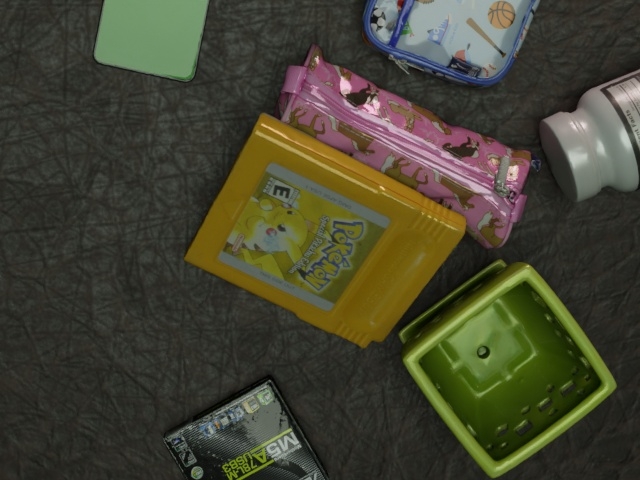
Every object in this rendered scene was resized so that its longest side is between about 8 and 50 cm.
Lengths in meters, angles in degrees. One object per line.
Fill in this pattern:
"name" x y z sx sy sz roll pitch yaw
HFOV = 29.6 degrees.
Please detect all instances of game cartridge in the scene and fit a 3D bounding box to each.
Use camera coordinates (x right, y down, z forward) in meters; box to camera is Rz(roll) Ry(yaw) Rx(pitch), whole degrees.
"game cartridge" 0.000 0.000 1.715 0.323 0.053 0.285 27 130 -6

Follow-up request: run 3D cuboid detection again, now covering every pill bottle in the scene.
"pill bottle" 0.470 -0.166 1.748 0.278 0.162 0.162 -23 99 -1

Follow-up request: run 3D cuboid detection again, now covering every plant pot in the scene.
"plant pot" 0.253 0.169 1.753 0.228 0.207 0.227 -37 99 1

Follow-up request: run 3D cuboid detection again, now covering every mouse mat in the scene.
"mouse mat" -0.240 -0.334 1.749 0.152 0.007 0.190 12 95 -6

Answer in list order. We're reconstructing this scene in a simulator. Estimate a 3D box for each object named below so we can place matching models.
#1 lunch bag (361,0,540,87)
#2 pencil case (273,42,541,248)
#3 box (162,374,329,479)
"lunch bag" 0.191 -0.373 1.725 0.243 0.115 0.303 21 94 -5
"pencil case" 0.113 -0.132 1.714 0.386 0.160 0.167 26 136 -5
"box" -0.112 0.327 1.828 0.190 0.045 0.184 -28 96 0
